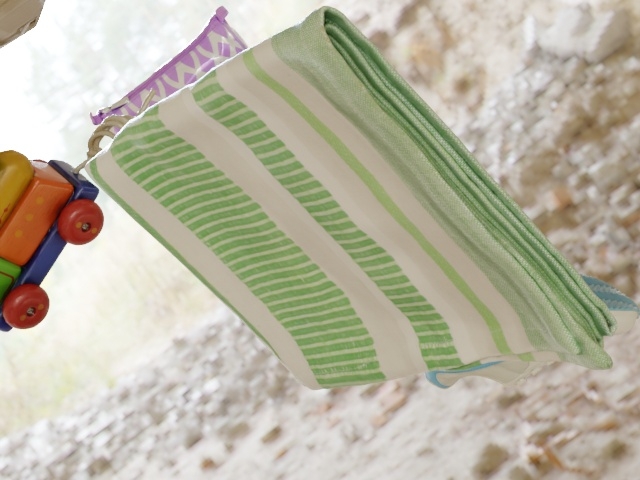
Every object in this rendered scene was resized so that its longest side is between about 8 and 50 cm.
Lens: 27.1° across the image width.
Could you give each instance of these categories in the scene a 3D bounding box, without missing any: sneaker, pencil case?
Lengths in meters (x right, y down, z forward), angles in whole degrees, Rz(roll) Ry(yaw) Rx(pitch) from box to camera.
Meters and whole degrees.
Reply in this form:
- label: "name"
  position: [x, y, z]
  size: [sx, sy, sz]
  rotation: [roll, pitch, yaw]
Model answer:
- label: "sneaker"
  position: [0.201, 0.087, 1.295]
  size: [0.228, 0.092, 0.087]
  rotation: [-5, 24, -15]
- label: "pencil case"
  position: [-0.170, -0.178, 1.546]
  size: [0.206, 0.088, 0.086]
  rotation: [-40, 37, -1]

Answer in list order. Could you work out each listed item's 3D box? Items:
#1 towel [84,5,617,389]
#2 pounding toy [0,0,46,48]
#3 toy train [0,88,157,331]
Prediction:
- label: "towel"
  position: [0.000, 0.000, 0.797]
  size: [0.038, 0.248, 0.325]
  rotation: [-52, 18, -25]
- label: "pounding toy"
  position: [-0.259, -0.179, 0.859]
  size: [0.130, 0.141, 0.100]
  rotation: [-42, -4, -35]
- label: "toy train"
  position: [-0.255, -0.053, 1.117]
  size: [0.143, 0.105, 0.248]
  rotation: [29, -85, -50]
